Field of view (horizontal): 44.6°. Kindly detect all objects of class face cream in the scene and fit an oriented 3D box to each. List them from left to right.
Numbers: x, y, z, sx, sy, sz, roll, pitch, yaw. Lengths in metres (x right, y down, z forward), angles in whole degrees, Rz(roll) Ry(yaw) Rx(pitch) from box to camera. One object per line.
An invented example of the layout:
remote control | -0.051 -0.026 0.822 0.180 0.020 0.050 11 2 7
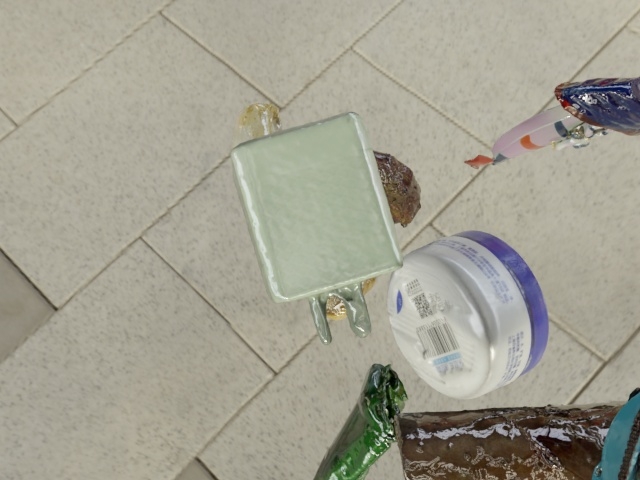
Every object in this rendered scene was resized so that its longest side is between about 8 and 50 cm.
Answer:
face cream | 0.181 0.097 1.008 0.111 0.206 0.206 -18 63 -29

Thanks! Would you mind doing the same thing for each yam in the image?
yam | 0.213 0.217 0.747 0.279 0.131 0.131 -4 66 5

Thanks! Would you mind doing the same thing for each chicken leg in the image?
chicken leg | 0.111 -0.081 1.256 0.105 0.234 0.063 10 70 14

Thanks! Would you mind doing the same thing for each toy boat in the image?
toy boat | 0.355 -0.177 1.172 0.318 0.219 0.072 -10 74 25

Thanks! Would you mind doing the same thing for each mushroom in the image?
mushroom | -0.034 -0.044 1.189 0.122 0.095 0.351 -31 95 -27

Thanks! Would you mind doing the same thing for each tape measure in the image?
tape measure | 0.281 0.180 0.603 0.081 0.125 0.146 20 86 -21

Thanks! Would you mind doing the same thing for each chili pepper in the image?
chili pepper | 0.044 0.246 0.926 0.062 0.108 0.216 27 112 4

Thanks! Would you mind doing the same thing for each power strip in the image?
power strip | 0.000 0.000 0.818 0.139 0.140 0.224 -16 86 -7
